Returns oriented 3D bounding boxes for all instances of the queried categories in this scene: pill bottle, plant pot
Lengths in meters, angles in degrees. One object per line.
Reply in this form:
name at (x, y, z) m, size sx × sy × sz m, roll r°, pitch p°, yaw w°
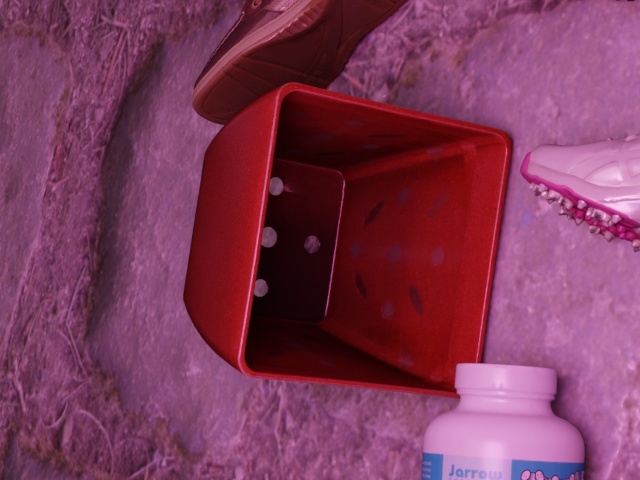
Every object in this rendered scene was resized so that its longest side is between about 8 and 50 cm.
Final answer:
pill bottle at (0.161, 0.244, 1.224) m, size 0.146 × 0.146 × 0.264 m, roll -5°, pitch 79°, yaw 46°
plant pot at (0.000, 0.000, 1.377) m, size 0.236 × 0.267 × 0.267 m, roll 7°, pitch 87°, yaw 59°

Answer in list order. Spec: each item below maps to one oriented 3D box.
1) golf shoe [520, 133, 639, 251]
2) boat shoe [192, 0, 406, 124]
golf shoe at (0.311, -0.053, 1.168) m, size 0.306 × 0.115 × 0.140 m, roll 21°, pitch 82°, yaw 44°
boat shoe at (-0.021, -0.263, 1.542) m, size 0.342 × 0.123 × 0.123 m, roll -41°, pitch 47°, yaw 30°
